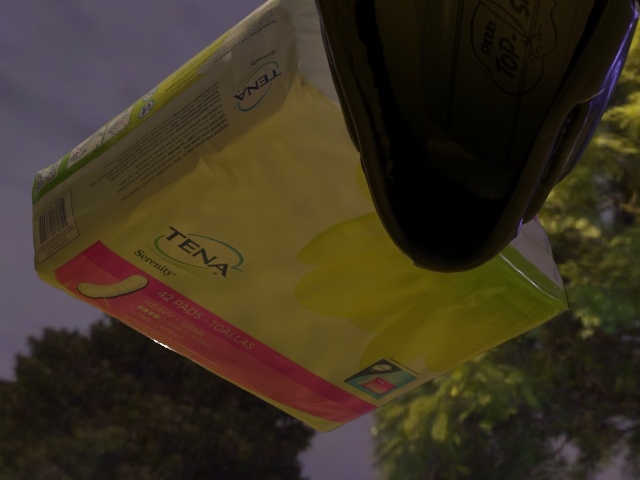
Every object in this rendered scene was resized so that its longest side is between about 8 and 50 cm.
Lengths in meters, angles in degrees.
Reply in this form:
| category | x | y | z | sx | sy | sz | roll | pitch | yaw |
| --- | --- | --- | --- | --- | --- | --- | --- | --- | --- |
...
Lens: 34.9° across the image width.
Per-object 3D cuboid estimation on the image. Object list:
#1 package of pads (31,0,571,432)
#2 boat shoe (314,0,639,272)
| category | x | y | z | sx | sy | sz | roll | pitch | yaw |
| --- | --- | --- | --- | --- | --- | --- | --- | --- | --- |
| package of pads | 0.000 | 0.000 | 0.657 | 0.229 | 0.101 | 0.296 | -32 | -45 | 26 |
| boat shoe | 0.047 | -0.113 | 0.306 | 0.127 | 0.113 | 0.340 | 21 | -34 | 14 |
